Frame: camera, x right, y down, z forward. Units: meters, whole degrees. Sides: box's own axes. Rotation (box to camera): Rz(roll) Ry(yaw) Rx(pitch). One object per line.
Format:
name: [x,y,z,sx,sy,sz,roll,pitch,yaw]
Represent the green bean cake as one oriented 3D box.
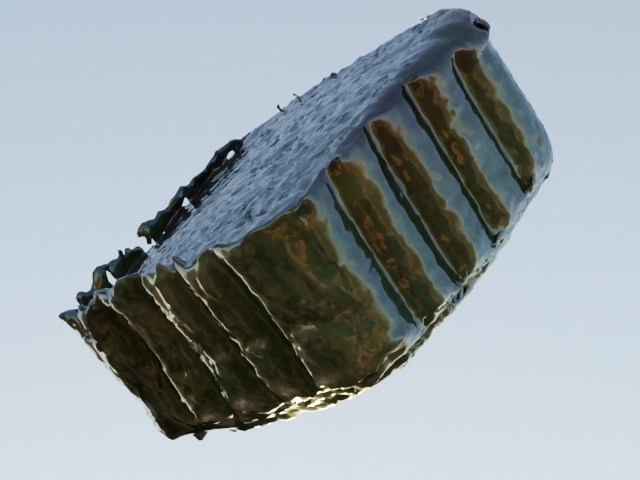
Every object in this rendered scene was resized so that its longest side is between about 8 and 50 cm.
green bean cake: [0.000,0.000,0.863,0.094,0.173,0.181,52,-39,-13]
